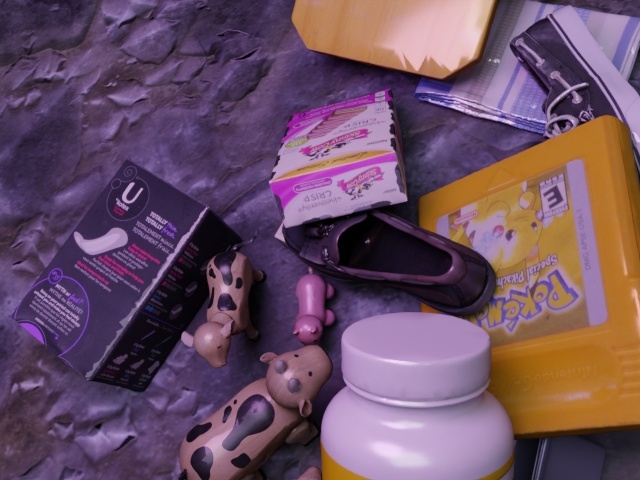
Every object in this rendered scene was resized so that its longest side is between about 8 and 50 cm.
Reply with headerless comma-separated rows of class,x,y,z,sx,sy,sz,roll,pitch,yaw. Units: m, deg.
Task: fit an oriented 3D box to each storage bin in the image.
storage bin,0.253,0.268,0.729,0.091,0.098,0.135,21,76,-6

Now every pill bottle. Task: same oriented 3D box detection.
pill bottle,0.095,0.252,0.649,0.187,0.188,0.334,2,101,17

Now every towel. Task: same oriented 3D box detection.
towel,0.297,-0.258,0.931,0.284,0.034,0.209,20,77,22

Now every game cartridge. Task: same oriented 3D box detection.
game cartridge,0.226,0.055,0.734,0.285,0.052,0.324,-25,52,45

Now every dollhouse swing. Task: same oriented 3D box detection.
dollhouse swing,0.166,-0.429,0.997,0.346,0.315,0.305,18,115,22

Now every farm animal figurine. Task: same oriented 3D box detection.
farm animal figurine,-0.066,0.180,0.802,0.330,0.172,0.327,30,82,24

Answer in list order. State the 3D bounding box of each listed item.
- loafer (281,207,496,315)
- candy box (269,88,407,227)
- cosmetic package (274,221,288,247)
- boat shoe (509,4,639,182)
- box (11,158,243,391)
loafer,0.063,0.003,0.790,0.302,0.095,0.109,19,80,37
candy box,0.029,-0.117,0.869,0.159,0.071,0.233,-13,30,11
cosmetic package,0.000,0.000,0.920,0.115,0.041,0.060,28,81,23
boat shoe,0.323,-0.165,0.807,0.104,0.113,0.307,-26,61,15
box,-0.264,0.052,0.922,0.165,0.143,0.270,31,81,22
